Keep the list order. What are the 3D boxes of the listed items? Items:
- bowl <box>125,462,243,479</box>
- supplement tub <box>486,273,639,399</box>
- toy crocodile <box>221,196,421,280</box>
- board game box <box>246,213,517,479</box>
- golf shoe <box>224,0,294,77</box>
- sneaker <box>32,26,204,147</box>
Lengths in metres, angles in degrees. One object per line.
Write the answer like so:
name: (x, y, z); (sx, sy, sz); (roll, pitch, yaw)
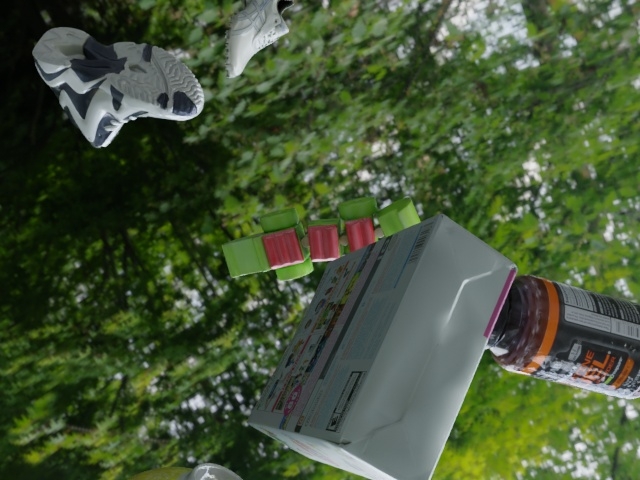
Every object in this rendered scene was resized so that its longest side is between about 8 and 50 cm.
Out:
bowl: (-0.178, 0.422, 1.125); (0.156, 0.289, 0.289); (-55, -164, 11)
supplement tub: (0.250, 0.097, 0.810); (0.197, 0.106, 0.106); (15, -163, -11)
toy crocodile: (0.000, 0.000, 1.276); (0.340, 0.115, 0.105); (-10, -171, 11)
board game box: (0.047, 0.117, 0.793); (0.224, 0.097, 0.303); (-62, -167, -17)
golf shoe: (-0.094, -0.323, 1.182); (0.069, 0.085, 0.176); (94, 13, -72)
sneaker: (-0.258, -0.181, 1.029); (0.234, 0.153, 0.094); (14, -121, 7)
